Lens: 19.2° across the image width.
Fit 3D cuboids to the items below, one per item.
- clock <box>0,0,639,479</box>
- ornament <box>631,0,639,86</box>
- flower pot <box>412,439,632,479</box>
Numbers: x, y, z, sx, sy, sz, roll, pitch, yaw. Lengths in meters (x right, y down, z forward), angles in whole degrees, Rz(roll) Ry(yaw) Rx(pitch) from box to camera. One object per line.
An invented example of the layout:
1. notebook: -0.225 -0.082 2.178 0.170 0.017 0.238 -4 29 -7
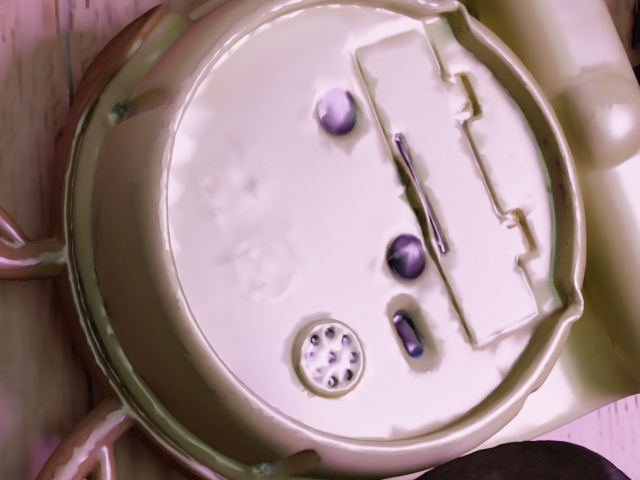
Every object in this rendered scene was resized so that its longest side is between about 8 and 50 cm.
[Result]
1. clock: 0.000 0.000 0.772 0.308 0.096 0.235 -24 93 -26
2. ornament: 0.267 -0.060 0.921 0.236 0.080 0.202 15 72 -24
3. flower pot: 0.078 0.171 0.691 0.235 0.235 0.148 -42 112 -25
